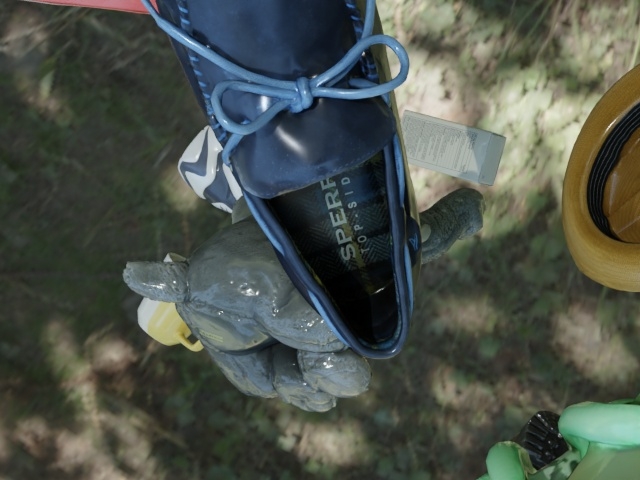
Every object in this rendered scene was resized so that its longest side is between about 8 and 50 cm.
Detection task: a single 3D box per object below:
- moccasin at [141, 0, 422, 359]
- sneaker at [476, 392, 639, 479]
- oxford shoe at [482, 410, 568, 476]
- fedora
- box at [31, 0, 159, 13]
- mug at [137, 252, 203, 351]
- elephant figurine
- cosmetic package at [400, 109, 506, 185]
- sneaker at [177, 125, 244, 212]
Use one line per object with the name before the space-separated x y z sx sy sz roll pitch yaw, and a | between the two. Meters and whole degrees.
moccasin | 0.004 -0.073 0.873 0.137 0.117 0.342 -25 128 4
sneaker | 0.076 0.078 0.315 0.182 0.158 0.410 11 81 30
oxford shoe | 0.177 0.266 1.419 0.083 0.227 0.096 41 132 0
fedora | 0.255 -0.042 1.009 0.194 0.194 0.079 -33 136 29
box | -0.128 -0.284 1.378 0.299 0.142 0.154 3 101 -11
mug | -0.120 0.056 1.258 0.062 0.078 0.064 35 98 -17
elephant figurine | 0.000 0.000 1.173 0.169 0.239 0.186 4 142 31
cosmetic package | 0.141 -0.102 1.657 0.115 0.041 0.060 20 96 32
sneaker | -0.026 -0.110 1.577 0.153 0.094 0.235 43 94 16
